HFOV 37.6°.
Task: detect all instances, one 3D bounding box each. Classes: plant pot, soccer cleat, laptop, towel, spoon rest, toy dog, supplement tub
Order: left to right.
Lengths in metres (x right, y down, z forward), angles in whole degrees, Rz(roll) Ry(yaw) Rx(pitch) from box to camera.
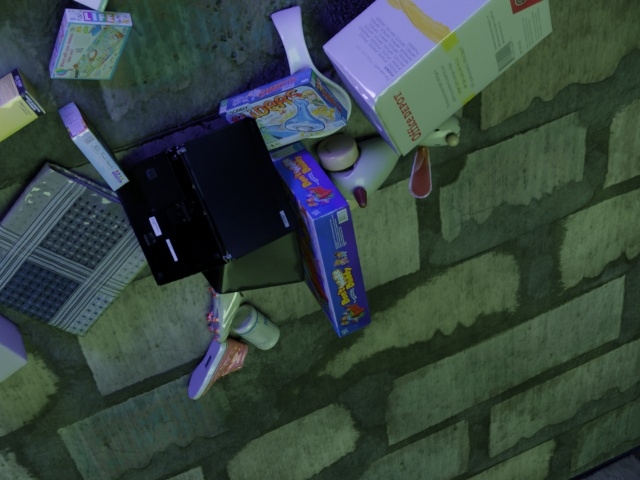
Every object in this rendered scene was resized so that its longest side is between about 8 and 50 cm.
[{"bbox_3d":[-0.488,0.022,1.809,0.324,0.056,0.312,-46,132,15],"label":"towel"},{"bbox_3d":[-0.217,-0.073,1.761,0.264,0.136,0.234,-19,99,26],"label":"laptop"},{"bbox_3d":[-0.205,0.145,2.060,0.076,0.068,0.196,-13,129,-24],"label":"soccer cleat"},{"bbox_3d":[-0.148,-0.018,1.882,0.188,0.187,0.167,-9,117,-24],"label":"plant pot"},{"bbox_3d":[-0.149,0.197,2.131,0.071,0.071,0.107,-41,136,7],"label":"supplement tub"},{"bbox_3d":[-0.026,-0.297,1.762,0.137,0.084,0.276,-16,133,5],"label":"spoon rest"},{"bbox_3d":[0.148,-0.161,1.932,0.333,0.161,0.220,-39,136,5],"label":"toy dog"}]

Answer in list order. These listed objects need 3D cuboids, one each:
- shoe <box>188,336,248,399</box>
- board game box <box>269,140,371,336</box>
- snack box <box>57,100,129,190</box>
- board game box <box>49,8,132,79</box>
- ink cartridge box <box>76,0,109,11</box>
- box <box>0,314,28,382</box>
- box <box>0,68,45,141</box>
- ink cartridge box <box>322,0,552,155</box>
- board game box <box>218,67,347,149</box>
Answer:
[{"bbox_3d":[-0.235,0.300,2.173,0.081,0.063,0.178,17,113,-33],"label":"shoe"},{"bbox_3d":[0.000,0.000,1.932,0.078,0.233,0.347,-24,135,-11],"label":"board game box"},{"bbox_3d":[-0.399,-0.166,1.653,0.037,0.100,0.141,-33,135,-3],"label":"snack box"},{"bbox_3d":[-0.378,-0.318,1.539,0.103,0.026,0.154,-3,156,-28],"label":"board game box"},{"bbox_3d":[-0.409,-0.472,1.422,0.235,0.056,0.171,22,116,-14],"label":"ink cartridge box"},{"bbox_3d":[-0.682,0.159,1.761,0.094,0.113,0.275,-37,135,3],"label":"box"},{"bbox_3d":[-0.573,-0.185,1.548,0.232,0.087,0.058,-33,136,-2],"label":"box"},{"bbox_3d":[0.221,-0.370,1.727,0.384,0.160,0.279,-41,158,2],"label":"ink cartridge box"},{"bbox_3d":[-0.069,-0.239,1.759,0.201,0.035,0.136,-15,143,28],"label":"board game box"}]
